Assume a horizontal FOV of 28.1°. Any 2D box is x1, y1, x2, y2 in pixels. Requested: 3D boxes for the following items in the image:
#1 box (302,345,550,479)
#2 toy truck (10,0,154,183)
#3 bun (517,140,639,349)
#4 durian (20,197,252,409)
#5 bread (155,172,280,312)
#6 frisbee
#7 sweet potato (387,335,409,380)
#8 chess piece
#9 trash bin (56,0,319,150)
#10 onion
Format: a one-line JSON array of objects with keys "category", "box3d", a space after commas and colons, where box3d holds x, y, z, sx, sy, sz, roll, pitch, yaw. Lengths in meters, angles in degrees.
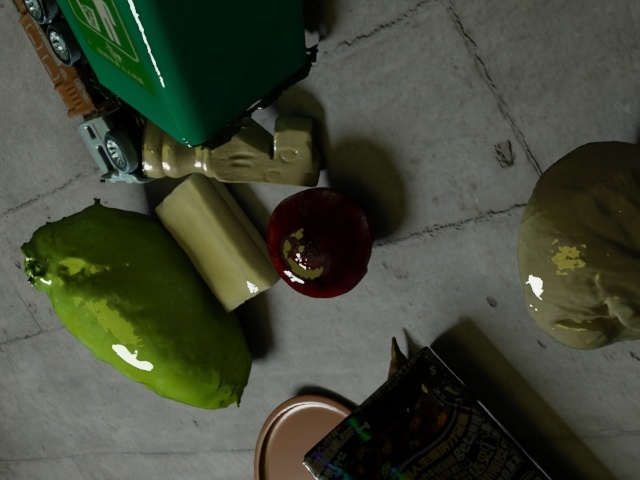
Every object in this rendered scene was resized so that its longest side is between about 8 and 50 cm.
[{"category": "box", "box3d": [0.154, 0.302, 1.480, 0.310, 0.198, 0.084, 48, -175, 8]}, {"category": "toy truck", "box3d": [-0.271, -0.219, 1.585, 0.162, 0.136, 0.305, -8, 112, 60]}, {"category": "bun", "box3d": [0.262, 0.015, 1.106, 0.128, 0.178, 0.193, 17, 130, 40]}, {"category": "durian", "box3d": [-0.234, 0.098, 1.790, 0.340, 0.204, 0.256, 32, 163, 18]}, {"category": "bread", "box3d": [-0.134, -0.001, 1.679, 0.178, 0.060, 0.139, 55, 146, -3]}, {"category": "frisbee", "box3d": [0.004, 0.335, 1.766, 0.251, 0.021, 0.250, 4, 96, 40]}, {"category": "sweet potato", "box3d": [0.104, 0.170, 1.568, 0.049, 0.049, 0.117, 5, 117, 49]}, {"category": "chess piece", "box3d": [-0.099, -0.108, 1.479, 0.200, 0.090, 0.090, 6, 134, 4]}, {"category": "trash bin", "box3d": [-0.142, -0.309, 1.247, 0.259, 0.295, 0.381, 37, 156, 30]}, {"category": "onion", "box3d": [0.000, 0.000, 1.465, 0.131, 0.131, 0.131, 31, 141, 30]}]
